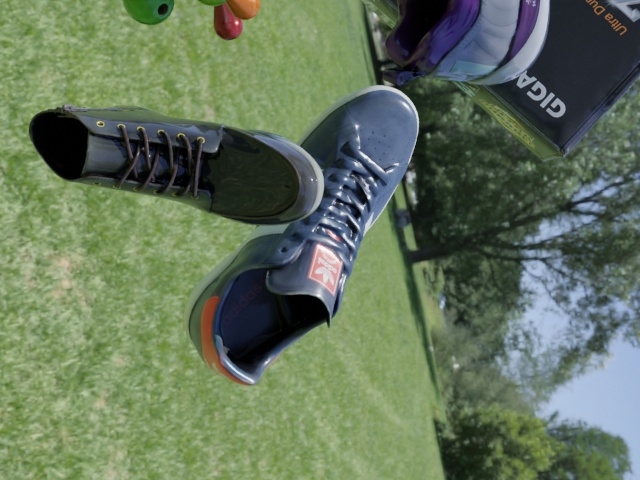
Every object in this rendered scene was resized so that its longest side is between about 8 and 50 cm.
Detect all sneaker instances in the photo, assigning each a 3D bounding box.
[{"bbox_3d":[-0.115,-0.056,0.543,0.118,0.222,0.083,-22,125,-66],"label":"sneaker"},{"bbox_3d":[0.068,-0.191,0.342,0.083,0.098,0.223,10,-71,51],"label":"sneaker"},{"bbox_3d":[0.000,0.000,0.688,0.131,0.350,0.148,34,3,-24],"label":"sneaker"}]

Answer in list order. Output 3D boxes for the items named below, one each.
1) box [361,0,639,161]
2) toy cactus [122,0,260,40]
[{"bbox_3d":[0.177,-0.268,0.542,0.295,0.293,0.073,43,3,2],"label":"box"},{"bbox_3d":[-0.111,-0.213,0.398,0.219,0.112,0.180,-6,93,-62],"label":"toy cactus"}]
